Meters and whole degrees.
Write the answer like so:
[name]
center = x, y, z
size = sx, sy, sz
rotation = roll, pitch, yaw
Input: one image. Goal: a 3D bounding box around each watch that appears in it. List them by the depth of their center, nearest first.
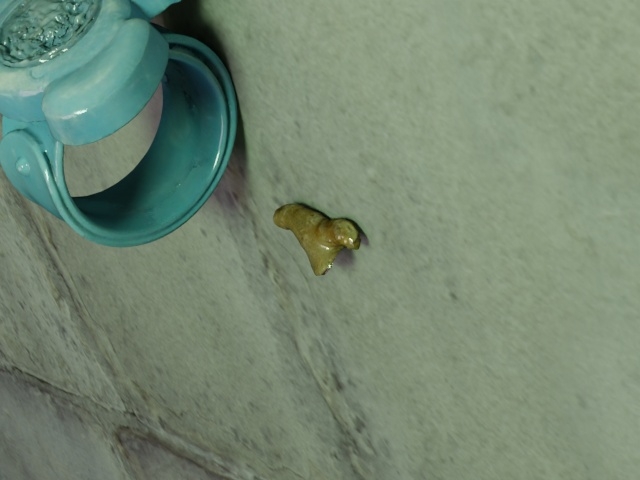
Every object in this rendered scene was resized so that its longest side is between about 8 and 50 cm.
[watch]
center = -0.151, -0.103, 1.196
size = 0.211, 0.211, 0.193
rotation = 29, 158, 44

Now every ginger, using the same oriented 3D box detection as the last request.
[ginger]
center = 0.001, 0.001, 1.204
size = 0.097, 0.030, 0.048
rotation = 19, 109, 48
